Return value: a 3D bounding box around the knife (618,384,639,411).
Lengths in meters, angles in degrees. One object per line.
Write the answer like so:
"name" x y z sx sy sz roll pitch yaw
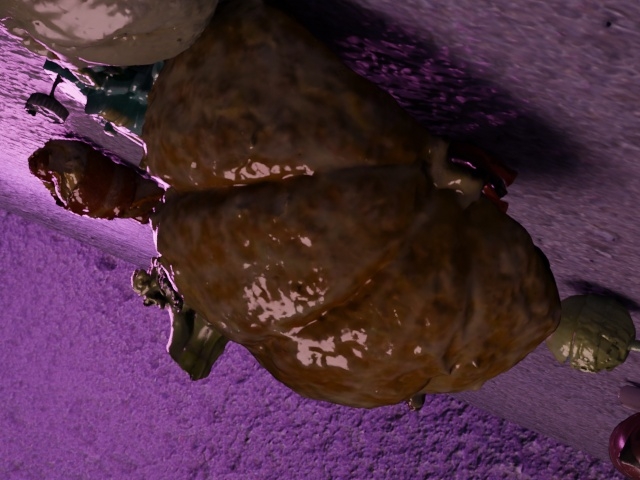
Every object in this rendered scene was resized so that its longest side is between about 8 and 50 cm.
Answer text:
"knife" 0.543 0.252 1.705 0.073 0.041 0.265 17 177 -39

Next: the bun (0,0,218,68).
"bun" -0.159 -0.178 0.782 0.195 0.118 0.195 25 167 6

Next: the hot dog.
"hot dog" -0.341 -0.080 1.813 0.213 0.103 0.146 28 169 -29

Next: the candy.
"candy" 0.406 0.127 1.287 0.335 0.092 0.093 13 132 15

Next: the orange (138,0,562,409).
"orange" 0.000 0.000 0.928 0.368 0.210 0.271 40 171 -23

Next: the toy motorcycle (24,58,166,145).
"toy motorcycle" -0.156 -0.128 1.093 0.198 0.109 0.296 20 172 6

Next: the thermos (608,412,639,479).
"thermos" 0.523 0.325 1.877 0.136 0.110 0.330 9 172 13

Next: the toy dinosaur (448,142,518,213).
"toy dinosaur" 0.112 -0.052 1.032 0.101 0.055 0.279 34 171 -8

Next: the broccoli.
"broccoli" -0.192 0.110 2.078 0.288 0.246 0.248 32 178 -17

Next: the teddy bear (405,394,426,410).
"teddy bear" 0.119 0.137 1.669 0.140 0.190 0.177 -14 132 25
